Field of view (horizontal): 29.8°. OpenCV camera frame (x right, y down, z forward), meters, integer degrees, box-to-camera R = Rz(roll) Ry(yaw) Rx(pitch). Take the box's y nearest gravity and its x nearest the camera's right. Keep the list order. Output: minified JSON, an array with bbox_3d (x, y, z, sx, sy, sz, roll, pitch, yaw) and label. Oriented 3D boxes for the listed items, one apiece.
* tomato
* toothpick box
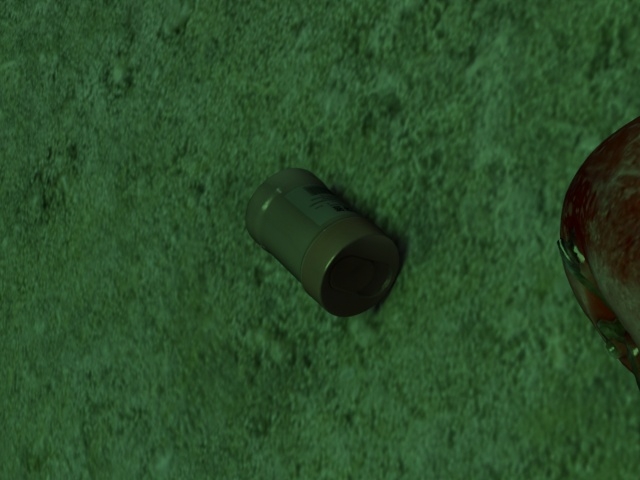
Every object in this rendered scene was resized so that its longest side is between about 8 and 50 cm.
[{"bbox_3d":[0.294,0.020,0.808,0.227,0.270,0.270,-31,56,4],"label":"tomato"},{"bbox_3d":[0.000,0.000,1.245,0.149,0.098,0.098,42,114,43],"label":"toothpick box"}]
